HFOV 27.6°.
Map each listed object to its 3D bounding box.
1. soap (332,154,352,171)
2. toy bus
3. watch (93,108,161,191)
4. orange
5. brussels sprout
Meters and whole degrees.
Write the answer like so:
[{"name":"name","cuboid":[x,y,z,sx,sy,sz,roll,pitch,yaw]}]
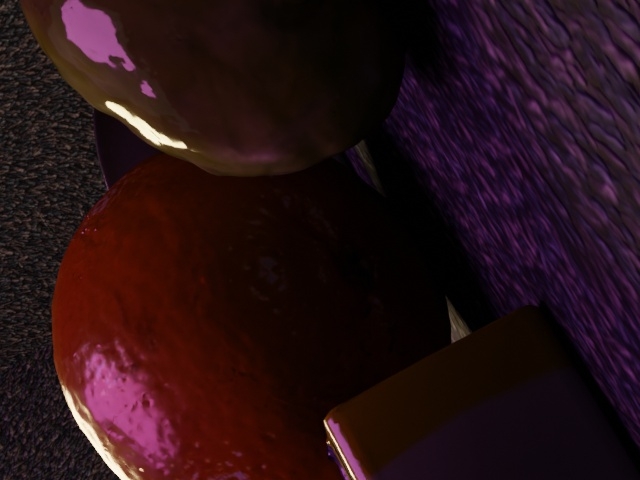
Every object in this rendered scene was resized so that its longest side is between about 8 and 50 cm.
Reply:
[{"name":"soap","cuboid":[0.000,0.000,1.582,0.261,0.150,0.094,59,178,12]},{"name":"toy bus","cuboid":[0.189,0.293,1.019,0.440,0.209,0.249,61,173,17]},{"name":"watch","cuboid":[-0.191,-0.125,1.790,0.327,0.314,0.335,-47,-61,-81]},{"name":"orange","cuboid":[-0.057,0.088,1.320,0.326,0.424,0.424,-40,76,49]},{"name":"brussels sprout","cuboid":[-0.081,-0.187,0.948,0.316,0.243,0.273,42,-174,39]}]
